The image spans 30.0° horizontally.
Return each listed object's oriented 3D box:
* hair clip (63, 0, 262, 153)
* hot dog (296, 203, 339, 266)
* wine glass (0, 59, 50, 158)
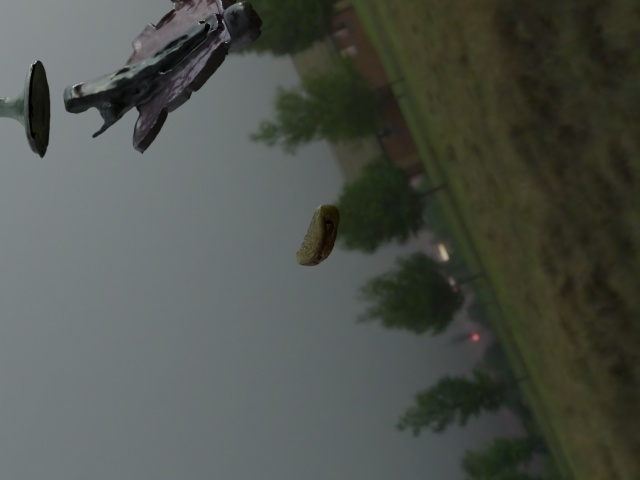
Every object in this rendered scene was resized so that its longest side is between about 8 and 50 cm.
[{"bbox_3d":[-0.138,-0.159,1.046,0.056,0.187,0.146,50,-172,-38],"label":"hair clip"},{"bbox_3d":[0.000,0.000,1.420,0.034,0.030,0.090,56,134,40],"label":"hot dog"},{"bbox_3d":[-0.451,-0.160,1.435,0.126,0.241,0.126,-179,90,-89],"label":"wine glass"}]
